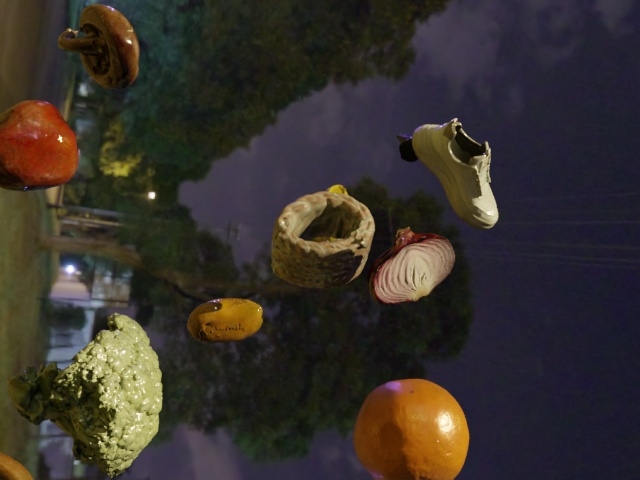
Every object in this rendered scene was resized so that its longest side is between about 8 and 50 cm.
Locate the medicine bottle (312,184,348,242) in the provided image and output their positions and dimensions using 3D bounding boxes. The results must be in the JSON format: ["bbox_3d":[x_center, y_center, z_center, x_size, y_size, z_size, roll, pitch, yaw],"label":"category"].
[{"bbox_3d":[0.018,-0.022,2.010,0.111,0.076,0.309,-71,177,-48],"label":"medicine bottle"}]

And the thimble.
[{"bbox_3d":[0.003,-0.004,1.552,0.148,0.229,0.196,102,-13,-47],"label":"thimble"}]

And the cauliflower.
[{"bbox_3d":[-0.391,0.261,1.137,0.272,0.250,0.275,-112,-153,-61],"label":"cauliflower"}]

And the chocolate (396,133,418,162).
[{"bbox_3d":[0.239,-0.256,1.802,0.070,0.072,0.147,-62,-173,28],"label":"chocolate"}]

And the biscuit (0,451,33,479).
[{"bbox_3d":[-0.539,0.437,1.039,0.049,0.257,0.273,-40,144,-74],"label":"biscuit"}]

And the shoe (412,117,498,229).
[{"bbox_3d":[0.370,-0.174,1.679,0.159,0.316,0.124,-27,-160,51],"label":"shoe"}]

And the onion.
[{"bbox_3d":[0.181,0.049,1.464,0.098,0.205,0.151,180,-111,-76],"label":"onion"}]

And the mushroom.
[{"bbox_3d":[-0.355,-0.316,1.112,0.170,0.080,0.135,23,-57,22],"label":"mushroom"}]

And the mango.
[{"bbox_3d":[-0.311,0.257,2.239,0.156,0.248,0.151,92,-14,-49],"label":"mango"}]

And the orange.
[{"bbox_3d":[0.238,0.520,1.816,0.312,0.312,0.312,-172,-90,-67],"label":"orange"}]

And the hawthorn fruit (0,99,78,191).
[{"bbox_3d":[-0.724,-0.220,1.662,0.224,0.260,0.224,19,-58,33],"label":"hawthorn fruit"}]
